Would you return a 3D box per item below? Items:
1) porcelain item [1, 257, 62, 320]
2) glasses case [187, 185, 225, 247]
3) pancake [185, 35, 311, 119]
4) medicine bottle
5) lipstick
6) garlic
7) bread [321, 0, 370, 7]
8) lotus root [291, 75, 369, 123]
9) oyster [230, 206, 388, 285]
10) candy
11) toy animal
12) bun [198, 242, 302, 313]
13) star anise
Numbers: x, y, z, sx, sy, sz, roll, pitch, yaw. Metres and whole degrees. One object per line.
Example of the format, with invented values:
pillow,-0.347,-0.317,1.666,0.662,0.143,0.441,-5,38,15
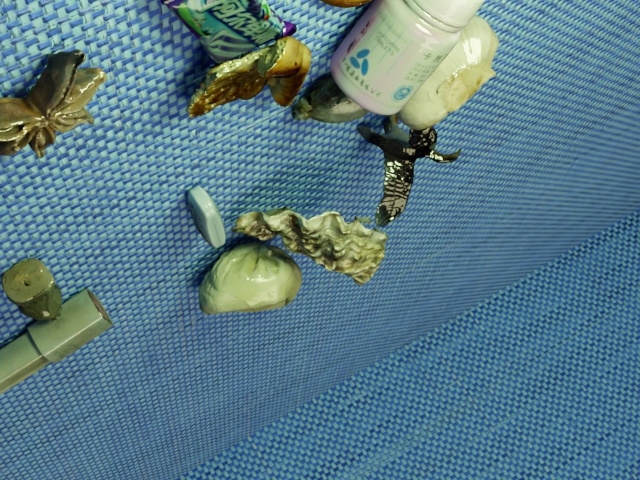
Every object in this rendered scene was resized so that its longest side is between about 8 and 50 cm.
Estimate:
porcelain item,-0.491,0.102,1.913,0.081,0.069,0.215,-35,165,-13
glasses case,-0.208,-0.041,2.008,0.045,0.067,0.178,-33,160,-11
pancake,-0.082,-0.250,1.680,0.257,0.056,0.212,-25,174,-46
medicine bottle,0.140,-0.334,1.768,0.152,0.152,0.254,-10,150,-48
lipstick,-0.514,0.193,2.045,0.253,0.077,0.079,-34,160,-2
garlic,0.194,-0.313,1.941,0.143,0.178,0.229,28,100,-34
bread,0.060,-0.398,1.661,0.129,0.044,0.126,-17,152,-33
lotus root,0.030,-0.245,1.909,0.165,0.088,0.088,-18,156,-15
oyster,-0.001,0.002,2.192,0.351,0.238,0.114,32,71,-48
candy,-0.122,-0.316,1.534,0.145,0.070,0.275,-28,164,3
toy animal,0.181,-0.188,2.144,0.197,0.160,0.272,-23,157,-28
bun,-0.148,0.079,2.283,0.230,0.145,0.229,-5,178,0
star anise,-0.378,-0.171,1.474,0.208,0.063,0.172,-37,164,-3
